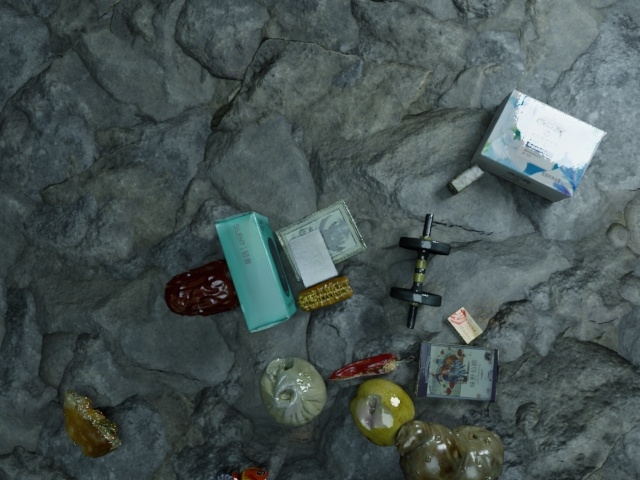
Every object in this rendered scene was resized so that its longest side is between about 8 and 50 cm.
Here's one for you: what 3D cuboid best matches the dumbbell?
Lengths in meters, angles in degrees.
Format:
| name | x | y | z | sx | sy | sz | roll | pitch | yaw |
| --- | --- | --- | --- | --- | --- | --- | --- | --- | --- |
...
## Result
| name | x | y | z | sx | sy | sz | roll | pitch | yaw |
| --- | --- | --- | --- | --- | --- | --- | --- | --- | --- |
| dumbbell | 0.279 | 0.086 | 1.245 | 0.143 | 0.143 | 0.325 | 10 | 88 | 4 |

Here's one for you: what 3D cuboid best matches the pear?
| name | x | y | z | sx | sy | sz | roll | pitch | yaw |
| --- | --- | --- | --- | --- | --- | --- | --- | --- | --- |
| pear | 0.166 | 0.467 | 1.226 | 0.178 | 0.178 | 0.177 | 0 | 88 | 4 |

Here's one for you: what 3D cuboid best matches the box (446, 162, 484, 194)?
| name | x | y | z | sx | sy | sz | roll | pitch | yaw |
| --- | --- | --- | --- | --- | --- | --- | --- | --- | --- |
| box | 0.418 | -0.177 | 1.287 | 0.098 | 0.062 | 0.045 | -38 | 85 | 3 |

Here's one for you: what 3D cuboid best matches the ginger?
| name | x | y | z | sx | sy | sz | roll | pitch | yaw |
| --- | --- | --- | --- | --- | --- | --- | --- | --- | --- |
| ginger | 0.339 | 0.591 | 1.172 | 0.375 | 0.176 | 0.256 | 32 | 84 | -23 |

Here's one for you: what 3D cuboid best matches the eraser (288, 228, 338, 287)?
| name | x | y | z | sx | sy | sz | roll | pitch | yaw |
| --- | --- | --- | --- | --- | --- | --- | --- | --- | --- |
| eraser | -0.022 | 0.052 | 1.306 | 0.104 | 0.023 | 0.150 | -22 | 80 | 0 |

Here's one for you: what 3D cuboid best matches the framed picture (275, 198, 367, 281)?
| name | x | y | z | sx | sy | sz | roll | pitch | yaw |
| --- | --- | --- | --- | --- | --- | --- | --- | --- | --- |
| framed picture | 0.000 | 0.000 | 1.333 | 0.231 | 0.010 | 0.173 | -27 | 86 | 2 |

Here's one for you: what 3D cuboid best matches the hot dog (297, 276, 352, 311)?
| name | x | y | z | sx | sy | sz | roll | pitch | yaw |
| --- | --- | --- | --- | --- | --- | --- | --- | --- | --- |
| hot dog | 0.011 | 0.158 | 1.308 | 0.165 | 0.045 | 0.071 | -19 | 87 | 3 |

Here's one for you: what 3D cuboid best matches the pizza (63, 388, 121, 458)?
| name | x | y | z | sx | sy | sz | roll | pitch | yaw |
| --- | --- | --- | --- | --- | --- | --- | --- | --- | --- |
| pizza | -0.691 | 0.551 | 1.332 | 0.226 | 0.069 | 0.147 | 42 | 112 | 8 |

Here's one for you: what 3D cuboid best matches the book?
| name | x | y | z | sx | sy | sz | roll | pitch | yaw |
| --- | --- | --- | --- | --- | --- | --- | --- | --- | --- |
| book | 0.394 | 0.378 | 1.275 | 0.231 | 0.026 | 0.157 | 6 | 88 | -1 |

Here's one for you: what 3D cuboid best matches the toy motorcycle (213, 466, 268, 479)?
| name | x | y | z | sx | sy | sz | roll | pitch | yaw |
| --- | --- | --- | --- | --- | --- | --- | --- | --- | --- |
| toy motorcycle | -0.173 | 0.766 | 1.273 | 0.171 | 0.089 | 0.298 | -45 | 86 | 0 |

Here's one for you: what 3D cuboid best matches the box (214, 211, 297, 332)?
| name | x | y | z | sx | sy | sz | roll | pitch | yaw |
| --- | --- | --- | --- | --- | --- | --- | --- | --- | --- |
| box | -0.173 | 0.082 | 1.245 | 0.118 | 0.205 | 0.311 | -19 | 86 | 1 |

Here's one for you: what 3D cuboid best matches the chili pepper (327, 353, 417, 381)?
| name | x | y | z | sx | sy | sz | roll | pitch | yaw |
| --- | --- | --- | --- | --- | --- | --- | --- | --- | --- |
| chili pepper | 0.147 | 0.366 | 1.293 | 0.268 | 0.050 | 0.059 | -15 | 131 | 5 |

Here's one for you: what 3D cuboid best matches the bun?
| name | x | y | z | sx | sy | sz | roll | pitch | yaw |
| --- | --- | --- | --- | --- | --- | --- | --- | --- | --- |
| bun | -0.082 | 0.427 | 1.264 | 0.179 | 0.128 | 0.193 | -28 | 84 | 3 |

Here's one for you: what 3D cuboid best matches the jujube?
| name | x | y | z | sx | sy | sz | roll | pitch | yaw |
| --- | --- | --- | --- | --- | --- | --- | --- | --- | --- |
| jujube | -0.330 | 0.142 | 1.285 | 0.230 | 0.155 | 0.155 | -14 | 87 | 11 |

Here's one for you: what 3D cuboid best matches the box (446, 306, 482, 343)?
| name | x | y | z | sx | sy | sz | roll | pitch | yaw |
| --- | --- | --- | --- | --- | --- | --- | --- | --- | --- |
| box | 0.419 | 0.246 | 1.293 | 0.058 | 0.015 | 0.093 | -38 | 86 | 0 |

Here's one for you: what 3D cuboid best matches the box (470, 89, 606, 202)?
| name | x | y | z | sx | sy | sz | roll | pitch | yaw |
| --- | --- | --- | --- | --- | --- | --- | --- | --- | --- |
| box | 0.602 | -0.261 | 1.251 | 0.274 | 0.116 | 0.203 | 28 | 89 | 5 |
